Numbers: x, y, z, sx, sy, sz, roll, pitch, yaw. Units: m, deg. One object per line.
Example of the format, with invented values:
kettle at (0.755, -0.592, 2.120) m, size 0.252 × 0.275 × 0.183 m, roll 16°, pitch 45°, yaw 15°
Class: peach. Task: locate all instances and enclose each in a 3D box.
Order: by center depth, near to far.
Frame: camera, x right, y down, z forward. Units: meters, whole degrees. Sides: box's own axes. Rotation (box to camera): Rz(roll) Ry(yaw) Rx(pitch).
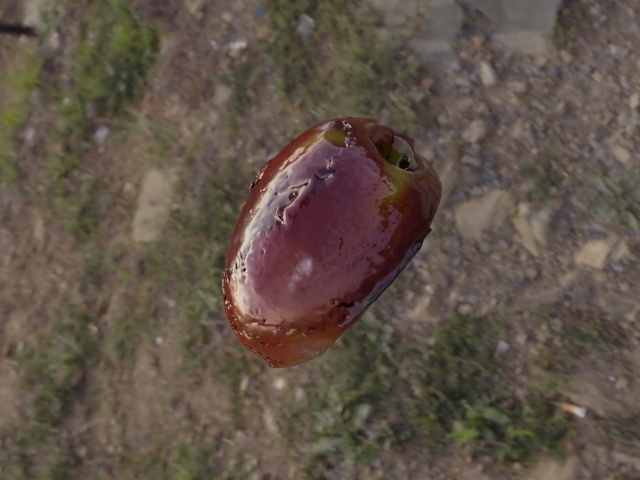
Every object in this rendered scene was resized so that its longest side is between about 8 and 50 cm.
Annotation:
peach at (-0.005, -0.004, 0.869) m, size 0.172 × 0.092 × 0.127 m, roll -47°, pitch 21°, yaw 8°
